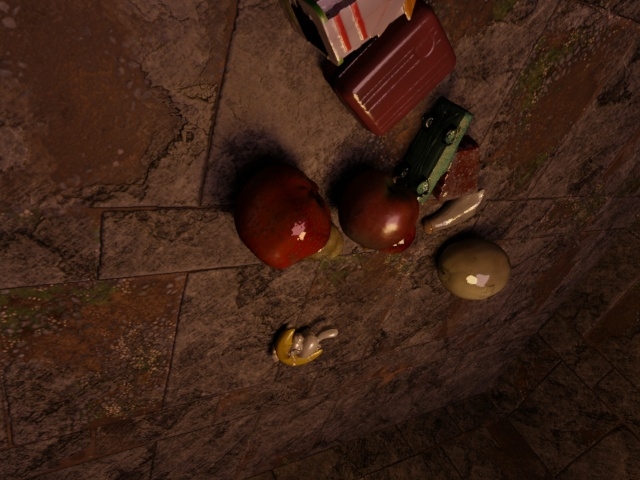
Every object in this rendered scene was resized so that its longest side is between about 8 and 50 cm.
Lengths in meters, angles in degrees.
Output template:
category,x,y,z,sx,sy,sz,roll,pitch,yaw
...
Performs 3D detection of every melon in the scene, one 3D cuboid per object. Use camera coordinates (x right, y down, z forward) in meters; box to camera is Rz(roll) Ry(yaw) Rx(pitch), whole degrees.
category,x,y,z,sx,sy,sz,roll,pitch,yaw
melon,0.660,0.125,1.990,0.330,0.268,0.268,-1,131,-24

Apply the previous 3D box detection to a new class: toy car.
category,x,y,z,sx,sy,sz,roll,pitch,yaw
toy car,0.358,-0.276,1.452,0.097,0.141,0.320,4,122,-35

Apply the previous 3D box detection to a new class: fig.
category,x,y,z,sx,sy,sz,roll,pitch,yaw
fig,0.248,-0.019,1.653,0.175,0.175,0.207,-25,154,-12

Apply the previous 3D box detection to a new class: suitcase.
category,x,y,z,sx,sy,sz,roll,pitch,yaw
suitcase,0.173,-0.439,1.158,0.297,0.161,0.236,-43,141,10

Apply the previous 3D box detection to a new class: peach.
category,x,y,z,sx,sy,sz,roll,pitch,yaw
peach,0.175,-0.090,1.445,0.252,0.252,0.252,-19,138,-18

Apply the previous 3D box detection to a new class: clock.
category,x,y,z,sx,sy,sz,roll,pitch,yaw
clock,0.090,-0.534,0.947,0.309,0.235,0.166,-36,142,1

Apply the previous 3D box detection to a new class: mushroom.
category,x,y,z,sx,sy,sz,roll,pitch,yaw
mushroom,0.524,-0.110,1.789,0.270,0.103,0.118,-40,141,15

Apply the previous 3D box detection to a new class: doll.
category,x,y,z,sx,sy,sz,roll,pitch,yaw
doll,-0.079,0.433,1.906,0.237,0.111,0.252,15,122,-25

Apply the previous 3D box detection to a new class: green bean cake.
category,x,y,z,sx,sy,sz,roll,pitch,yaw
green bean cake,0.485,-0.256,1.614,0.198,0.097,0.232,-18,138,-17

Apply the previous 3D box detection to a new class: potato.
category,x,y,z,sx,sy,sz,roll,pitch,yaw
potato,0.000,0.000,1.492,0.194,0.157,0.157,16,120,-45

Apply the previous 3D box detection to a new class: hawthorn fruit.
category,x,y,z,sx,sy,sz,roll,pitch,yaw
hawthorn fruit,-0.108,-0.056,1.279,0.275,0.275,0.299,8,135,-40
